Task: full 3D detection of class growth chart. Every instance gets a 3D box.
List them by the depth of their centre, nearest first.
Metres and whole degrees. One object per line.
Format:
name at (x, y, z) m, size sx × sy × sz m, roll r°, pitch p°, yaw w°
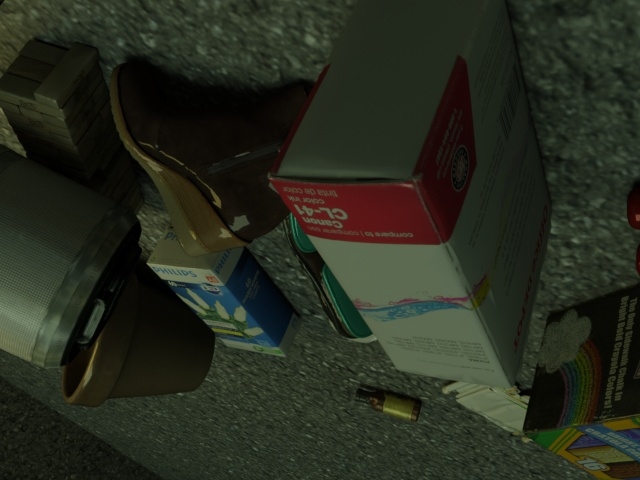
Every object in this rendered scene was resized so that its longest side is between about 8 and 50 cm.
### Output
growth chart at (0.330, 0.291, 1.222) m, size 0.237 × 0.021 × 0.172 m, roll 32°, pitch 149°, yaw -17°

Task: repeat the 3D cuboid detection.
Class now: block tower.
block tower at (-0.319, -0.113, 0.934) m, size 0.097 × 0.091 × 0.335 m, roll 18°, pitch 150°, yaw 7°

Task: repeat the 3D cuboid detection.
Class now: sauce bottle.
sauce bottle at (0.131, 0.317, 1.379) m, size 0.128 × 0.042 × 0.042 m, roll 14°, pitch 149°, yaw 14°

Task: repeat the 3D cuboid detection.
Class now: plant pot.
plant pot at (-0.327, 0.185, 1.313) m, size 0.229 × 0.263 × 0.263 m, roll 15°, pitch 156°, yaw -27°

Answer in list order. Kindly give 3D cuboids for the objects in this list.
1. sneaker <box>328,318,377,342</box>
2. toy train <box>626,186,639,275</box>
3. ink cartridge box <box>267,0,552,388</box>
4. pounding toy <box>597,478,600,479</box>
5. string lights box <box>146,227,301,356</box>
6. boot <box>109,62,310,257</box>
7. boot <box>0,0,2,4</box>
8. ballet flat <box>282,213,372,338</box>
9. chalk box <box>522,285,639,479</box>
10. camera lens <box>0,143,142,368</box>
sneaker at (0.084, 0.066, 0.975) m, size 0.232 × 0.090 × 0.115 m, roll -25°, pitch 119°, yaw 42°
toy train at (0.328, 0.008, 0.639) m, size 0.105 × 0.143 × 0.248 m, roll 2°, pitch 144°, yaw 32°
ink cartridge box at (0.106, -0.038, 0.632) m, size 0.131 × 0.226 × 0.306 m, roll 4°, pitch 145°, yaw 30°
pounding toy at (0.437, 0.295, 0.969) m, size 0.181 × 0.206 × 0.094 m, roll -14°, pitch 134°, yaw 46°
string lights box at (-0.150, 0.087, 1.158) m, size 0.133 × 0.076 × 0.259 m, roll 4°, pitch 145°, yaw 32°
boot at (-0.102, -0.122, 0.774) m, size 0.207 × 0.090 × 0.248 m, roll -27°, pitch 87°, yaw 19°
boot at (-0.358, -0.346, 0.584) m, size 0.223 × 0.118 × 0.338 m, roll -11°, pitch 148°, yaw 40°
ballet flat at (0.000, 0.000, 0.873) m, size 0.096 × 0.095 × 0.280 m, roll 34°, pitch 145°, yaw 57°
chalk box at (0.408, 0.166, 0.806) m, size 0.179 × 0.180 × 0.289 m, roll 31°, pitch 150°, yaw -15°
camera lens at (-0.375, 0.011, 0.861) m, size 0.274 × 0.219 × 0.219 m, roll 27°, pitch 150°, yaw -7°
